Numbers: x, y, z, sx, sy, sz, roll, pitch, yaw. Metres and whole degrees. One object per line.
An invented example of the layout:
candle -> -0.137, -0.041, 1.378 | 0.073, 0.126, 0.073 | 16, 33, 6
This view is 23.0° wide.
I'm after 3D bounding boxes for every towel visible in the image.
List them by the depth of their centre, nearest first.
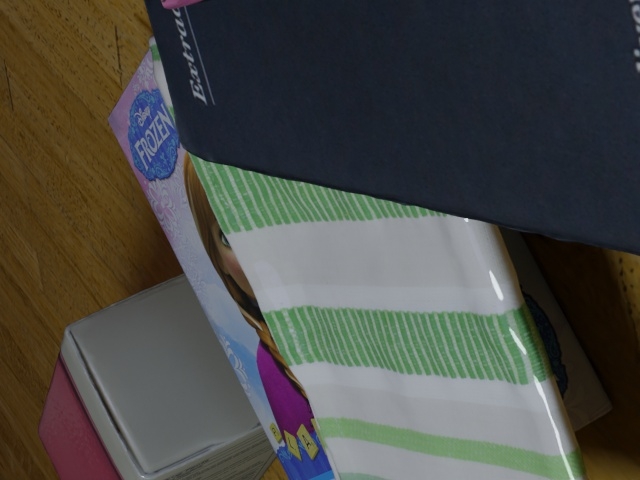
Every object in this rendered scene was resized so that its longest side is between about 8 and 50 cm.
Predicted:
towel -> 0.023, 0.028, 0.790 | 0.248, 0.038, 0.324 | -5, 108, 62

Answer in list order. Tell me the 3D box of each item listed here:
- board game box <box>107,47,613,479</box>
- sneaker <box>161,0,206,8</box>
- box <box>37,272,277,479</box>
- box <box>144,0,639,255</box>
board game box -> 0.000, 0.000, 0.932 | 0.318, 0.066, 0.319 | 63, 155, 7
sneaker -> 0.000, -0.123, 0.318 | 0.077, 0.072, 0.178 | 68, 151, 25
box -> -0.114, 0.130, 1.188 | 0.126, 0.149, 0.232 | 59, 155, 15
box -> 0.092, -0.171, 0.404 | 0.395, 0.212, 0.293 | 16, 127, 59
